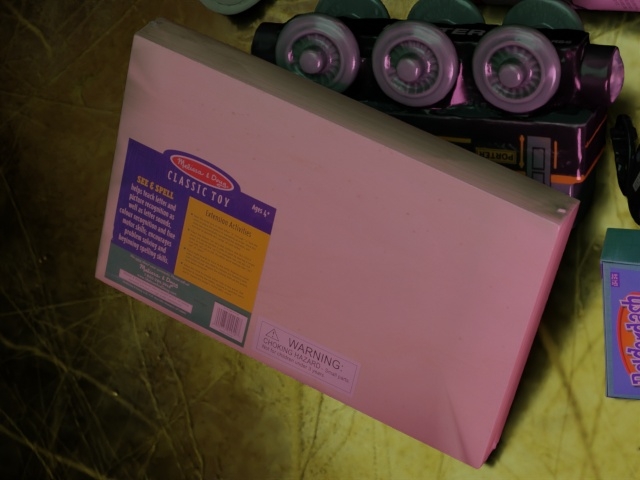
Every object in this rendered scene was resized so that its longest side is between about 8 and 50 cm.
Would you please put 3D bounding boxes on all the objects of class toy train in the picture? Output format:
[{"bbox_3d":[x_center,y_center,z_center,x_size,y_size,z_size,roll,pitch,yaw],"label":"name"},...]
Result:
[{"bbox_3d":[0.098,-0.113,1.683,0.334,0.142,0.190,5,112,18],"label":"toy train"}]

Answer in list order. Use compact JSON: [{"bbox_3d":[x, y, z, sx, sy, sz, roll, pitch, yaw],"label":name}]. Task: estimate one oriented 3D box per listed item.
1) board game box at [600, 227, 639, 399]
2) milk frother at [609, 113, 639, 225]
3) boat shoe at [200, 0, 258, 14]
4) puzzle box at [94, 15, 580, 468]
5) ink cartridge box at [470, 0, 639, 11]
[{"bbox_3d":[0.341,0.069,1.604,0.210,0.160,0.047,4,41,15],"label":"board game box"},{"bbox_3d":[0.326,-0.054,1.652,0.134,0.129,0.143,10,52,-18],"label":"milk frother"},{"bbox_3d":[-0.061,-0.369,1.801,0.099,0.116,0.319,23,100,59],"label":"boat shoe"},{"bbox_3d":[0.000,0.000,1.676,0.409,0.052,0.272,26,127,16],"label":"puzzle box"},{"bbox_3d":[0.211,-0.296,1.700,0.237,0.100,0.172,5,86,16],"label":"ink cartridge box"}]
